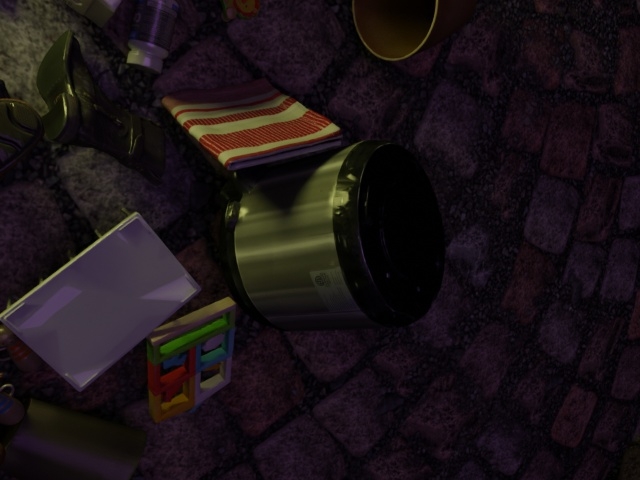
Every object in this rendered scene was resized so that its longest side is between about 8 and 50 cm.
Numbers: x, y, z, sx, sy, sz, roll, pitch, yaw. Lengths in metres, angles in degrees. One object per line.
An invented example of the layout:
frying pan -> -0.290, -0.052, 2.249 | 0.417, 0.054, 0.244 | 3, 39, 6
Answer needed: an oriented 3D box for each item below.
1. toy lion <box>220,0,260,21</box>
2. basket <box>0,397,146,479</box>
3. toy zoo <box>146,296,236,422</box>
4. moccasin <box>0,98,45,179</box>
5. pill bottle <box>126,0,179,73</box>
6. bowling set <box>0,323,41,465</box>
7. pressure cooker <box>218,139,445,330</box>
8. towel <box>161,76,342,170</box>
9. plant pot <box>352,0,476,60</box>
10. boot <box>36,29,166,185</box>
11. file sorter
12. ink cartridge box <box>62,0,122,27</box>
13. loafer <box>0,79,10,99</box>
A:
toy lion -> -0.175, -0.508, 1.134 | 0.096, 0.034, 0.100 | -38, 115, -26
basket -> -0.495, 0.412, 1.059 | 0.227, 0.154, 0.204 | 38, 97, -25
toy zoo -> -0.271, 0.269, 1.152 | 0.192, 0.030, 0.293 | -22, 136, -39
moccasin -> -0.630, -0.099, 0.903 | 0.380, 0.147, 0.139 | -46, 103, -10
pill bottle -> -0.324, -0.396, 1.042 | 0.078, 0.078, 0.137 | 12, 93, -30
bowling set -> -0.596, 0.280, 0.920 | 0.287, 0.200, 0.154 | -39, 142, -27
pressure cooker -> -0.003, 0.002, 1.119 | 0.376, 0.421, 0.369 | 8, 75, -52
towel -> -0.138, -0.235, 1.040 | 0.237, 0.329, 0.037 | -19, 129, -26
plant pot -> 0.246, -0.551, 1.267 | 0.254, 0.237, 0.237 | -22, 110, -40
boot -> -0.394, -0.240, 1.017 | 0.229, 0.091, 0.262 | 19, 53, -52
file sorter -> -0.413, 0.095, 1.028 | 0.278, 0.173, 0.192 | -42, 117, -16
ink cartridge box -> -0.376, -0.523, 0.935 | 0.168, 0.171, 0.232 | 35, 81, -29
loafer -> -0.615, -0.221, 0.923 | 0.170, 0.062, 0.061 | -25, 115, -22
